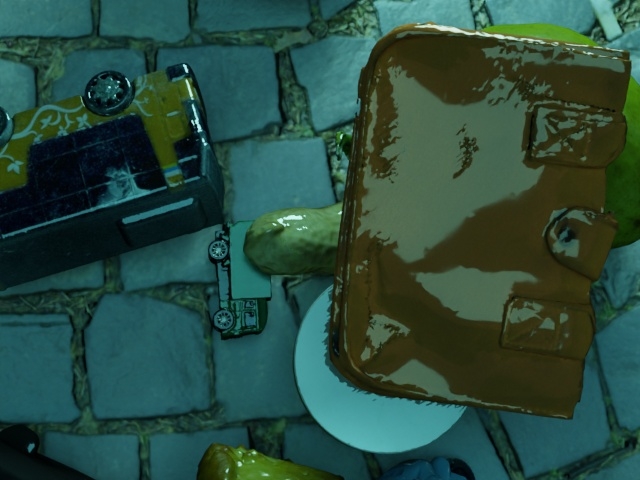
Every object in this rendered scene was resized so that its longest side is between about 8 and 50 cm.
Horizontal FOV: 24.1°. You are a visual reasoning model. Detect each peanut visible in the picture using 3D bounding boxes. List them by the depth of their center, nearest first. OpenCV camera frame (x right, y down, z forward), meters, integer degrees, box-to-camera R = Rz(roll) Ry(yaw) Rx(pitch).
[{"bbox_3d":[0.000,0.000,1.847,0.214,0.099,0.099,-5,83,-41],"label":"peanut"}]

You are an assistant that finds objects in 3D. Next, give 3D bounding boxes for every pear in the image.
[{"bbox_3d":[0.281,-0.120,1.811,0.307,0.253,0.253,29,85,-9],"label":"pear"}]

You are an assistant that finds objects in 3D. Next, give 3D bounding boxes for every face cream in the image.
[{"bbox_3d":[0.075,0.147,1.812,0.218,0.179,0.218,0,84,-1],"label":"face cream"}]

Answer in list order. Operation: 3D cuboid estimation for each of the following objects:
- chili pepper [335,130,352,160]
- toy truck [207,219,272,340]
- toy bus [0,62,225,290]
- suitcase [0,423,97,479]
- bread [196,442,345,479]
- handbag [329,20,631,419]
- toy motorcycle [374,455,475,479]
[{"bbox_3d":[0.157,-0.016,1.881,0.359,0.076,0.085,35,42,0],"label":"chili pepper"},{"bbox_3d":[-0.101,0.051,1.878,0.079,0.065,0.147,-1,83,-4],"label":"toy truck"},{"bbox_3d":[-0.284,-0.078,1.821,0.324,0.162,0.194,-16,67,-2],"label":"toy bus"},{"bbox_3d":[-0.354,0.411,1.732,0.345,0.188,0.339,22,87,27],"label":"suitcase"},{"bbox_3d":[-0.050,0.393,1.694,0.204,0.358,0.336,-6,83,1],"label":"bread"},{"bbox_3d":[0.174,-0.025,1.646,0.304,0.116,0.410,8,97,1],"label":"handbag"},{"bbox_3d":[0.111,0.379,1.795,0.182,0.124,0.272,27,65,-35],"label":"toy motorcycle"}]
